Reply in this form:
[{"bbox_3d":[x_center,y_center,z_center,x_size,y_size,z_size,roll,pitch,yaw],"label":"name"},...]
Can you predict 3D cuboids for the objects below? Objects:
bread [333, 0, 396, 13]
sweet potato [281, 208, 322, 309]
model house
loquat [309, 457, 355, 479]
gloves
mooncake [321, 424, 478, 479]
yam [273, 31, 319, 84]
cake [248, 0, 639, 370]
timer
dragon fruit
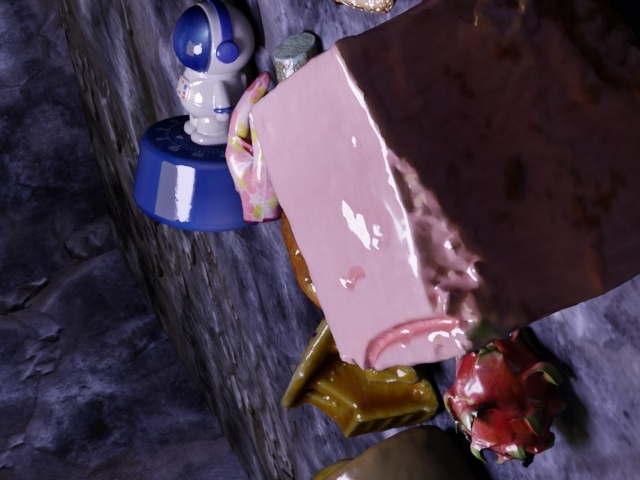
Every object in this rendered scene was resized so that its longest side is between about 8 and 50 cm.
[{"bbox_3d":[0.049,-0.342,1.210,0.126,0.044,0.129,21,137,42],"label":"bread"},{"bbox_3d":[0.000,0.004,1.527,0.112,0.112,0.359,96,156,-55],"label":"sweet potato"},{"bbox_3d":[0.082,0.224,1.622,0.239,0.173,0.268,31,157,5],"label":"model house"},{"bbox_3d":[0.082,0.556,1.890,0.283,0.276,0.276,-98,2,-47],"label":"loquat"},{"bbox_3d":[-0.098,-0.154,1.643,0.126,0.145,0.241,2,107,33],"label":"gloves"},{"bbox_3d":[0.107,0.416,1.588,0.155,0.284,0.284,58,159,25],"label":"mooncake"},{"bbox_3d":[-0.024,-0.221,1.529,0.078,0.078,0.179,40,146,53],"label":"yam"},{"bbox_3d":[0.139,-0.076,0.902,0.314,0.307,0.293,66,160,0],"label":"cake"},{"bbox_3d":[-0.195,-0.236,1.772,0.270,0.270,0.383,43,136,50],"label":"timer"},{"bbox_3d":[0.222,0.164,1.247,0.137,0.135,0.235,160,105,-77],"label":"dragon fruit"}]
